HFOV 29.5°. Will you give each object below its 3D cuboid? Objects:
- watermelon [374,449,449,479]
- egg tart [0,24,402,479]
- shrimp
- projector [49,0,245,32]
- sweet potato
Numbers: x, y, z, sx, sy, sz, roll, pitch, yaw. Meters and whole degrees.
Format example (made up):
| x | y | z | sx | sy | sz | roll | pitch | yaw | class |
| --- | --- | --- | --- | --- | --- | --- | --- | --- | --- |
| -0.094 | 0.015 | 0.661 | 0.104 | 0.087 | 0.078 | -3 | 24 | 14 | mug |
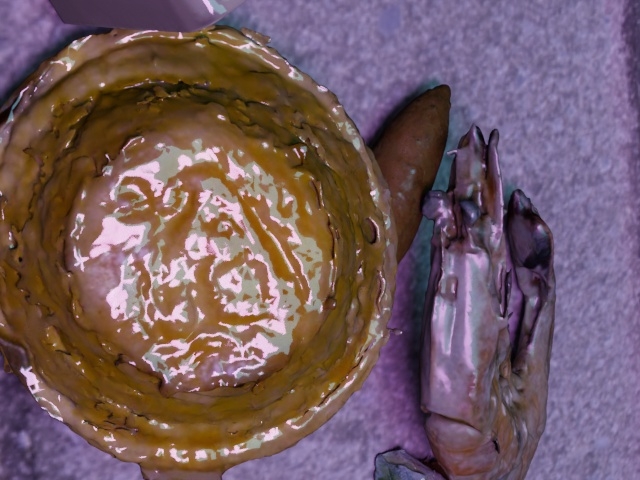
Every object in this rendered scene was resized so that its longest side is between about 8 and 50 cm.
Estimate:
| x | y | z | sx | sy | sz | roll | pitch | yaw | class |
| --- | --- | --- | --- | --- | --- | --- | --- | --- | --- |
| 0.135 | 0.251 | 1.126 | 0.139 | 0.071 | 0.187 | -40 | 116 | -23 | watermelon |
| -0.090 | 0.008 | 0.861 | 0.341 | 0.132 | 0.341 | -1 | 95 | -12 | egg tart |
| 0.155 | 0.061 | 1.059 | 0.247 | 0.085 | 0.360 | -41 | 129 | -49 | shrimp |
| -0.043 | -0.226 | 0.811 | 0.257 | 0.259 | 0.079 | -41 | 117 | -17 | projector |
| 0.002 | 0.007 | 0.997 | 0.346 | 0.079 | 0.108 | -37 | 87 | -18 | sweet potato |
